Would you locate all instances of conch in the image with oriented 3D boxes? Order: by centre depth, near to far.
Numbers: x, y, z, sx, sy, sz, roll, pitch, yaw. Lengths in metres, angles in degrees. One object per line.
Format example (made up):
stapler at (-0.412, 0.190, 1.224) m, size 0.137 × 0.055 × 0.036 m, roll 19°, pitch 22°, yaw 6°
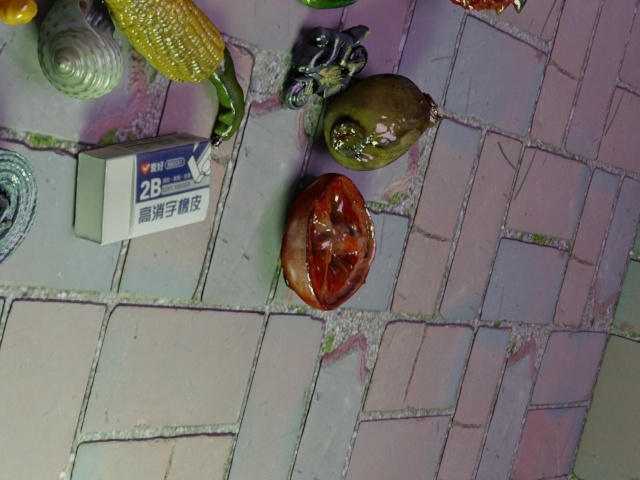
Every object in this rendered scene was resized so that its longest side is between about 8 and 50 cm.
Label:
conch at (-0.297, -0.243, 1.737) m, size 0.153 × 0.102 × 0.135 m, roll -112°, pitch -168°, yaw -69°

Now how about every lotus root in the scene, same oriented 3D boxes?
lotus root at (0.107, -0.204, 2.350) m, size 0.278 × 0.154 × 0.154 m, roll -25°, pitch 125°, yaw -50°

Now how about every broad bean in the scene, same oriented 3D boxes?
broad bean at (-0.141, -0.224, 2.043) m, size 0.061 × 0.046 × 0.195 m, roll -27°, pitch 131°, yaw -29°

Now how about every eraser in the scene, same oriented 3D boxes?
eraser at (-0.242, -0.073, 1.938) m, size 0.210 × 0.068 × 0.124 m, roll -16°, pitch 119°, yaw -53°

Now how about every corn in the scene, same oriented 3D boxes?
corn at (-0.203, -0.279, 1.835) m, size 0.101 × 0.101 × 0.310 m, roll -69°, pitch 161°, yaw -6°

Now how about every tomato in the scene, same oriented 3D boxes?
tomato at (-0.002, 0.000, 2.320) m, size 0.228 × 0.101 × 0.227 m, roll -21°, pitch 115°, yaw -57°

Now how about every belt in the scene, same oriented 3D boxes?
belt at (-0.409, -0.034, 1.684) m, size 0.148 × 0.082 × 0.163 m, roll 13°, pitch 92°, yaw -54°

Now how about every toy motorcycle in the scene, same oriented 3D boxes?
toy motorcycle at (0.011, -0.288, 2.233) m, size 0.193 × 0.061 × 0.124 m, roll -33°, pitch 138°, yaw -35°

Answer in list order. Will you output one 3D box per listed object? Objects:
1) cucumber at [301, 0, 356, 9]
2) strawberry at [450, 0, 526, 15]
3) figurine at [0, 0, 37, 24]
cucumber at (0.020, -0.383, 2.227) m, size 0.168 × 0.039 × 0.039 m, roll -20°, pitch 120°, yaw -49°
strawberry at (0.214, -0.511, 2.413) m, size 0.306 × 0.138 × 0.233 m, roll 16°, pitch 70°, yaw -34°
figurine at (-0.377, -0.369, 1.468) m, size 0.320 × 0.196 × 0.323 m, roll -98°, pitch 162°, yaw -49°
